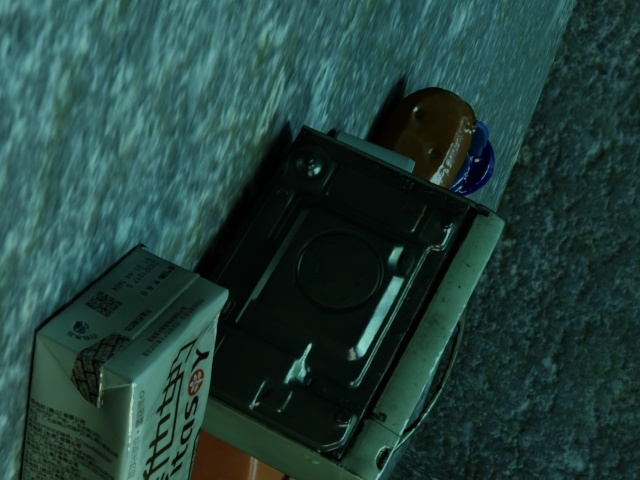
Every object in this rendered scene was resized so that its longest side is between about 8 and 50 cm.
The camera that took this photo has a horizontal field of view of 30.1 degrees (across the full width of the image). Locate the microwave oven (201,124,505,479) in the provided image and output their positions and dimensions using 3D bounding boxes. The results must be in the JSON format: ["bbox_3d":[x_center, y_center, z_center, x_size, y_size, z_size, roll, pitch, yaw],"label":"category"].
[{"bbox_3d":[0.018,0.099,1.562,0.394,0.333,0.247,-61,169,-20],"label":"microwave oven"}]

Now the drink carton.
[{"bbox_3d":[-0.217,0.197,1.298,0.194,0.132,0.325,-48,157,-52],"label":"drink carton"}]

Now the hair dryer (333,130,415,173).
[{"bbox_3d":[0.075,-0.114,1.880,0.236,0.131,0.073,-58,168,-87],"label":"hair dryer"}]

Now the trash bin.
[{"bbox_3d":[-0.132,0.300,1.761,0.184,0.161,0.239,-42,146,-58],"label":"trash bin"}]

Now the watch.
[{"bbox_3d":[0.226,-0.165,2.271,0.196,0.171,0.200,-63,151,0],"label":"watch"}]

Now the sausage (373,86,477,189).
[{"bbox_3d":[0.161,-0.137,2.045,0.268,0.153,0.141,-61,180,-6],"label":"sausage"}]
